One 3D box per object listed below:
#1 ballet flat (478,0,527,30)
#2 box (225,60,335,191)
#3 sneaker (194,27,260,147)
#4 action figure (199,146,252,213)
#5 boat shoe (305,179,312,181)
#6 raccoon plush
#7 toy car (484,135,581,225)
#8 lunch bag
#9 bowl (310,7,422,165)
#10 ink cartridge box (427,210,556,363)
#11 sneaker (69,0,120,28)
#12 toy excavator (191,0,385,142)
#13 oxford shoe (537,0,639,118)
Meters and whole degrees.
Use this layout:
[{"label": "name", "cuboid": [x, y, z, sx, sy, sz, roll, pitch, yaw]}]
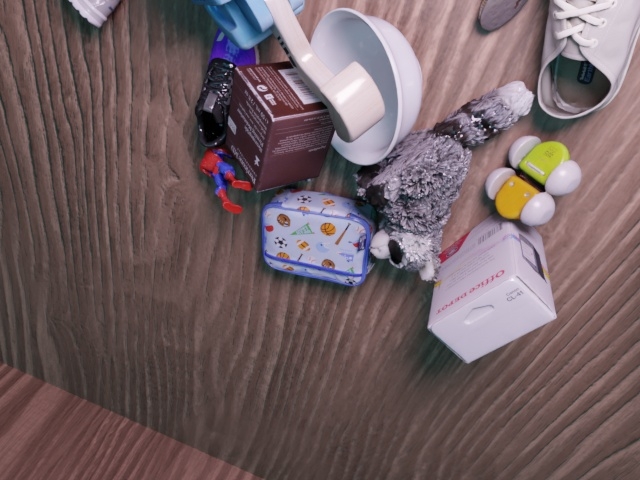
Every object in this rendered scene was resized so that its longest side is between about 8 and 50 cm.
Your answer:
[{"label": "ballet flat", "cuboid": [0.355, -0.500, 0.837, 0.084, 0.058, 0.249, 0, 136, -24]}, {"label": "box", "cuboid": [-0.085, -0.243, 1.007, 0.168, 0.167, 0.203, 55, 146, 25]}, {"label": "sneaker", "cuboid": [-0.220, -0.335, 1.068, 0.102, 0.146, 0.293, 20, 126, 5]}, {"label": "action figure", "cuboid": [-0.209, -0.154, 1.157, 0.139, 0.280, 0.091, 16, 111, -38]}, {"label": "boat shoe", "cuboid": [-0.042, -0.201, 1.159, 0.038, 0.046, 0.125, 4, 131, 10]}, {"label": "raccoon plush", "cuboid": [0.288, -0.091, 1.031, 0.447, 0.216, 0.299, -23, 118, 29]}, {"label": "toy car", "cuboid": [0.457, -0.118, 0.999, 0.136, 0.159, 0.182, 12, 119, -39]}, {"label": "lunch bag", "cuboid": [0.000, 0.000, 1.234, 0.304, 0.115, 0.243, 13, 127, 11]}, {"label": "bowl", "cuboid": [0.107, -0.311, 0.950, 0.298, 0.134, 0.297, 42, 144, 41]}, {"label": "ink cartridge box", "cuboid": [0.370, 0.087, 1.046, 0.131, 0.306, 0.226, 41, 125, -10]}, {"label": "sneaker", "cuboid": [-0.551, -0.616, 1.049, 0.115, 0.105, 0.281, -39, 102, -2]}, {"label": "toy excavator", "cuboid": [-0.087, -0.418, 0.858, 0.222, 0.433, 0.445, -40, 127, -3]}, {"label": "oxford shoe", "cuboid": [0.437, -0.384, 0.758, 0.169, 0.130, 0.449, 29, 151, 37]}]
